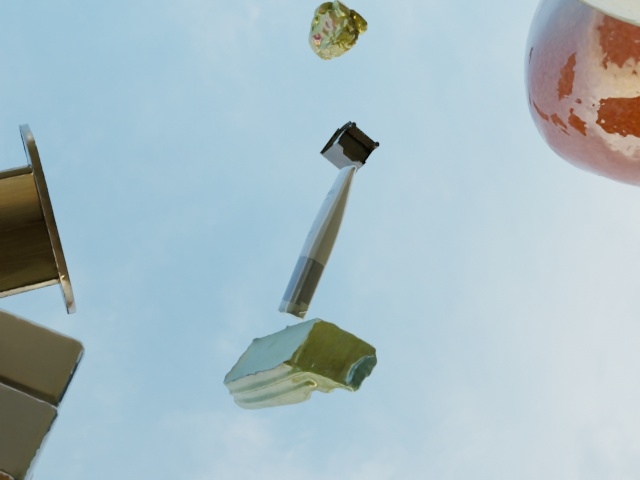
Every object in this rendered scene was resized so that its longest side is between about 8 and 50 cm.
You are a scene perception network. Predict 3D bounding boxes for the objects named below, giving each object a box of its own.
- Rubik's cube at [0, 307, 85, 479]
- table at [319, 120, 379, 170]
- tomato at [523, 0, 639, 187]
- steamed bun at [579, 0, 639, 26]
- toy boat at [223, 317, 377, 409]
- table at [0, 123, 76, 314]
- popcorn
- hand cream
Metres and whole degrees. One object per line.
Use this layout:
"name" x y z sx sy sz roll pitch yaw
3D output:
"Rubik's cube" -0.498 0.257 0.920 0.347 0.347 0.344 26 -152 -9
"table" 0.062 -0.181 1.714 0.083 0.082 0.070 39 -112 -9
"tomato" 0.372 -0.230 0.934 0.273 0.341 0.341 39 -128 -35
"steamed bun" 0.247 -0.284 0.626 0.324 0.206 0.324 12 -126 -17
"toy boat" -0.042 0.175 1.228 0.084 0.276 0.111 48 -126 -18
"table" -0.334 0.009 0.718 0.227 0.167 0.167 -15 -96 -17
"popcorn" 0.027 -0.378 1.599 0.089 0.109 0.097 12 -141 -44
"hand cream" 0.000 0.000 1.362 0.048 0.079 0.255 23 -99 -16
